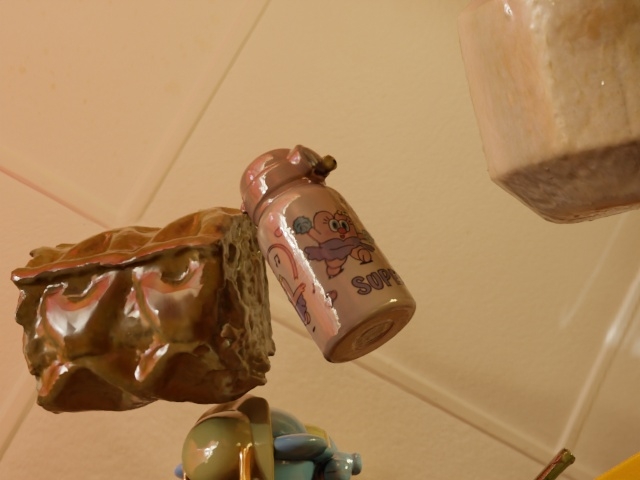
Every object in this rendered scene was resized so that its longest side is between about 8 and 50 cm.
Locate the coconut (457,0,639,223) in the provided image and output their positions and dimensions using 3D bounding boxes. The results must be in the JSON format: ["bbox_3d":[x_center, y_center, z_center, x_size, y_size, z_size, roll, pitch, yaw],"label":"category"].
[{"bbox_3d":[0.287,-0.175,0.677,0.322,0.323,0.323,0,-89,-19],"label":"coconut"}]

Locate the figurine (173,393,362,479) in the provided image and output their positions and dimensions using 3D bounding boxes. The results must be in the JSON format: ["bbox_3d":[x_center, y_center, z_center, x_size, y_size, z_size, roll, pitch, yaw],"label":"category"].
[{"bbox_3d":[-0.045,0.266,0.815,0.261,0.180,0.154,19,-99,-36],"label":"figurine"}]

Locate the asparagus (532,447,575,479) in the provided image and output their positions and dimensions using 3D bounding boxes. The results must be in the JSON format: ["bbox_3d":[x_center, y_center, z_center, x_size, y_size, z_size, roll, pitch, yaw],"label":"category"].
[{"bbox_3d":[0.234,0.352,0.862,0.248,0.024,0.025,-41,-34,-15],"label":"asparagus"}]

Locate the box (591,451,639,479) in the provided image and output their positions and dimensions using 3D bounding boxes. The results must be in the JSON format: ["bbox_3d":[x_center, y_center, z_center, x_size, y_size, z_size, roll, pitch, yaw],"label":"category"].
[{"bbox_3d":[0.273,0.306,0.504,0.213,0.284,0.260,-28,-121,-10],"label":"box"}]

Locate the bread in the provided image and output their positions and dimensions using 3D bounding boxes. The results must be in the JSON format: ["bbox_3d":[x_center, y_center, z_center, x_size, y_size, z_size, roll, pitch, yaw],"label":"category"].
[{"bbox_3d":[-0.186,0.077,0.763,0.251,0.196,0.239,-16,-109,8],"label":"bread"}]

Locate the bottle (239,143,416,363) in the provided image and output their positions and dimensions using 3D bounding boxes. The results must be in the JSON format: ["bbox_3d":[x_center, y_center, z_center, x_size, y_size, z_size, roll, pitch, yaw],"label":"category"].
[{"bbox_3d":[0.000,0.000,0.645,0.097,0.110,0.209,8,-136,-54],"label":"bottle"}]
